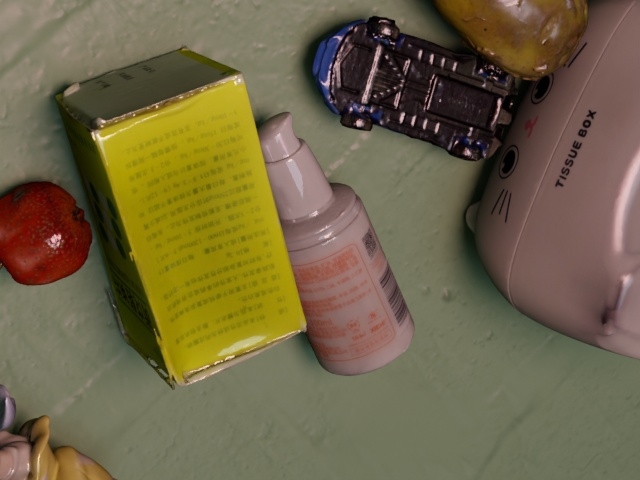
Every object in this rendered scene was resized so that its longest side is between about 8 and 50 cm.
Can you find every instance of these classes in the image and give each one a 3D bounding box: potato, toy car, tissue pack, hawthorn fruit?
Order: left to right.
[{"bbox_3d":[-0.238,-0.002,1.093,0.093,0.093,0.093,-9,111,-23],"label":"hawthorn fruit"},{"bbox_3d":[0.085,-0.140,1.207,0.216,0.063,0.103,14,95,-28],"label":"toy car"},{"bbox_3d":[0.143,-0.253,1.157,0.251,0.113,0.149,48,47,-13],"label":"potato"},{"bbox_3d":[0.297,-0.067,1.246,0.229,0.236,0.333,17,100,-41],"label":"tissue pack"}]

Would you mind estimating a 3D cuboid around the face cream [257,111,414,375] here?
[{"bbox_3d":[0.000,0.000,1.196,0.101,0.101,0.252,-31,118,-13],"label":"face cream"}]

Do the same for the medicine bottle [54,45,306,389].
[{"bbox_3d":[-0.119,-0.022,1.108,0.141,0.137,0.250,-24,116,-22],"label":"medicine bottle"}]

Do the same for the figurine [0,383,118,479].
[{"bbox_3d":[-0.260,0.217,1.136,0.184,0.128,0.208,-10,107,-25],"label":"figurine"}]
